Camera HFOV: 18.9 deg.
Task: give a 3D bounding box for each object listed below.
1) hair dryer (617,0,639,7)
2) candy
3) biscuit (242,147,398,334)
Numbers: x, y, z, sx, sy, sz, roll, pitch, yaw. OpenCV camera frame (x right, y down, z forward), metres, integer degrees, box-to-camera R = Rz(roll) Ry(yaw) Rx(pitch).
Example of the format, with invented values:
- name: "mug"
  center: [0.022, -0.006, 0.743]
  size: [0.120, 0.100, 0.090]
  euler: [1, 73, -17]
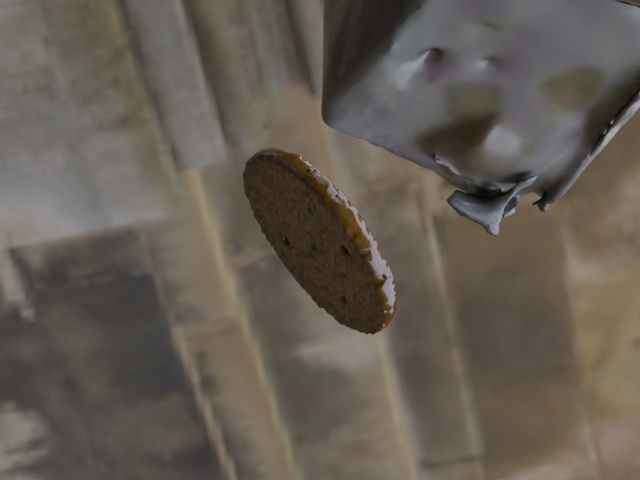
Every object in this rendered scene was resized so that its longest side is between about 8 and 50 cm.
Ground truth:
- name: "hair dryer"
  center: [0.147, -0.127, 0.633]
  size: [0.251, 0.197, 0.089]
  euler: [-72, 179, -69]
- name: "candy"
  center: [0.086, -0.132, 0.901]
  size: [0.185, 0.137, 0.195]
  euler: [-51, -152, 45]
- name: "biscuit"
  center: [0.001, -0.001, 1.635]
  size: [0.188, 0.027, 0.188]
  euler: [44, -21, 22]
